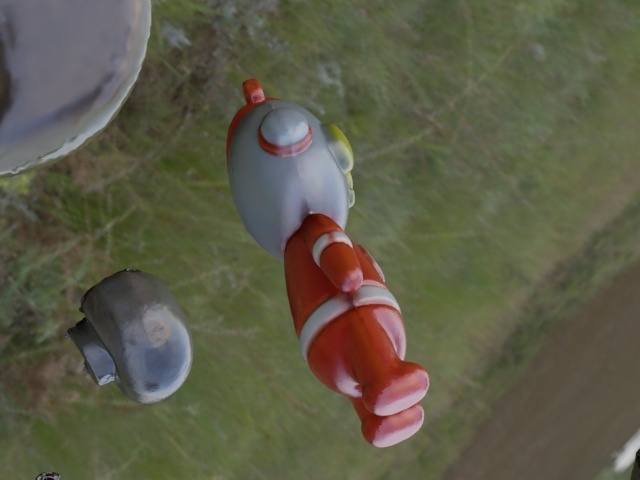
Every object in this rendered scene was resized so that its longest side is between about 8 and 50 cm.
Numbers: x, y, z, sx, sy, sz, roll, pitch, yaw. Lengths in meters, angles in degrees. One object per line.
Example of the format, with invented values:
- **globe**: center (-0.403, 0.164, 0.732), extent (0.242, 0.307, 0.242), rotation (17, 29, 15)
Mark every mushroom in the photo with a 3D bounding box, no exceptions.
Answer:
- **mushroom**: center (-0.223, 0.131, 1.448), extent (0.141, 0.117, 0.188), rotation (-34, 132, -20)

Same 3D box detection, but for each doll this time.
- **doll**: center (0.000, 0.000, 0.950), extent (0.105, 0.336, 0.200), rotation (-21, 153, -8)

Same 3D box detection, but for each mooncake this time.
- **mooncake**: center (-0.403, -0.273, 1.402), extent (0.246, 0.393, 0.394), rotation (-143, -106, -76)

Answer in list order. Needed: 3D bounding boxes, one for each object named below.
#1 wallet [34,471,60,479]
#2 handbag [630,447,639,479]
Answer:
- **wallet**: center (-0.270, 0.316, 0.965), extent (0.039, 0.133, 0.243), rotation (12, 129, -38)
- **handbag**: center (0.396, 0.213, 1.160), extent (0.117, 0.182, 0.270), rotation (-29, 141, -59)
